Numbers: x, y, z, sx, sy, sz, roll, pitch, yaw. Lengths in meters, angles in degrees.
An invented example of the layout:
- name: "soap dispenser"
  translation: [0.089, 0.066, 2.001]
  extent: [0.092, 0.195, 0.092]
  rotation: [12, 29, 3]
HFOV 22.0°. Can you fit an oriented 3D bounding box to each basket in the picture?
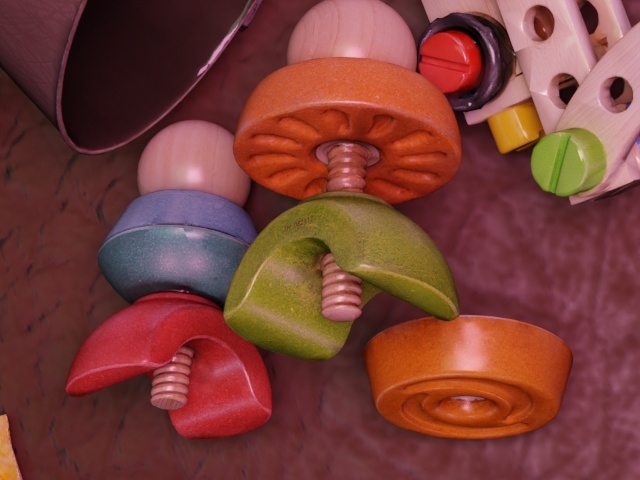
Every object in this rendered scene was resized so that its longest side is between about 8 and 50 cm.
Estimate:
- name: "basket"
  translation: [-0.145, -0.187, 0.804]
  extent: [0.227, 0.154, 0.204]
  rotation: [37, 109, 18]

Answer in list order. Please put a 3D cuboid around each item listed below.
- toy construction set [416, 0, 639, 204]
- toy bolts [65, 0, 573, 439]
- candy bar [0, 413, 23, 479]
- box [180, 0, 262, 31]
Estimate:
- name: "toy construction set"
  translation: [0.137, -0.156, 0.763]
  extent: [0.215, 0.151, 0.327]
  rotation: [-23, 70, 39]
- name: "toy bolts"
  translation: [0.000, 0.000, 0.809]
  extent: [0.228, 0.218, 0.158]
  rotation: [-18, 56, 36]
- name: "candy bar"
  translation: [-0.238, 0.141, 0.914]
  extent: [0.161, 0.018, 0.040]
  rotation: [-21, 81, 12]
- name: "box"
  translation: [-0.077, -0.237, 0.884]
  extent: [0.184, 0.045, 0.190]
  rotation: [30, 95, 17]
